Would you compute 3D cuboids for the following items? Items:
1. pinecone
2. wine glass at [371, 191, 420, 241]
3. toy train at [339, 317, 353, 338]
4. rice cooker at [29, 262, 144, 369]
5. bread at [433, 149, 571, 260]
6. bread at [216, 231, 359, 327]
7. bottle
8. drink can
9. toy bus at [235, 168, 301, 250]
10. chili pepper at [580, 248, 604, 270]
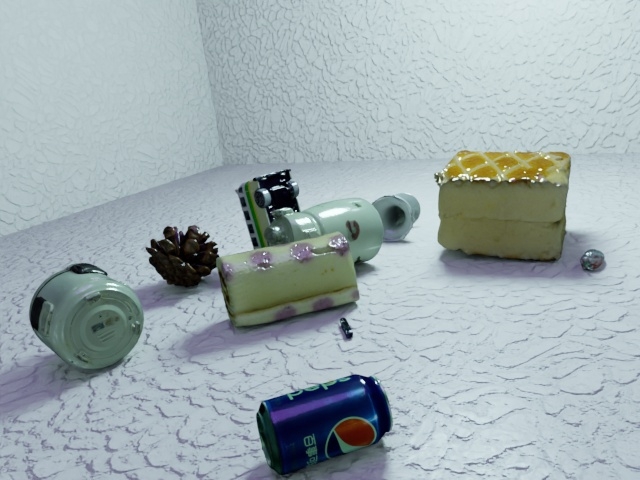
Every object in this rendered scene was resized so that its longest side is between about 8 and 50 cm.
[{"bbox_3d":[-0.420,0.045,1.710,0.201,0.202,0.229,-34,9,-38],"label":"pinecone"},{"bbox_3d":[0.272,-0.092,1.961,0.165,0.164,0.196,1,13,26],"label":"wine glass"},{"bbox_3d":[0.060,0.205,1.305,0.017,0.017,0.083,-7,17,-7],"label":"toy train"},{"bbox_3d":[-0.555,0.175,1.311,0.226,0.226,0.244,-20,22,-35],"label":"rice cooker"},{"bbox_3d":[0.561,-0.119,1.708,0.371,0.279,0.390,3,19,24],"label":"bread"},{"bbox_3d":[-0.083,0.099,1.427,0.338,0.187,0.155,-13,17,-13],"label":"bread"},{"bbox_3d":[0.000,0.000,1.631,0.352,0.229,0.229,-12,16,-41],"label":"bottle"},{"bbox_3d":[0.006,0.288,0.890,0.205,0.118,0.118,-14,18,-17],"label":"drink can"},{"bbox_3d":[-0.150,-0.056,1.770,0.143,0.305,0.179,-23,10,-40],"label":"toy bus"},{"bbox_3d":[0.735,0.047,1.500,0.050,0.041,0.153,47,41,15],"label":"chili pepper"}]
